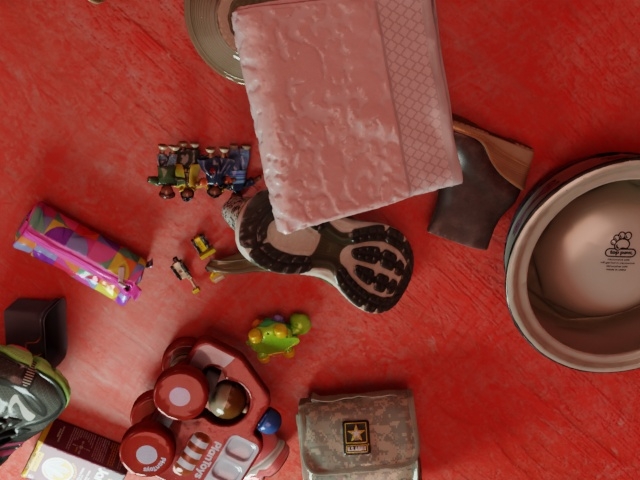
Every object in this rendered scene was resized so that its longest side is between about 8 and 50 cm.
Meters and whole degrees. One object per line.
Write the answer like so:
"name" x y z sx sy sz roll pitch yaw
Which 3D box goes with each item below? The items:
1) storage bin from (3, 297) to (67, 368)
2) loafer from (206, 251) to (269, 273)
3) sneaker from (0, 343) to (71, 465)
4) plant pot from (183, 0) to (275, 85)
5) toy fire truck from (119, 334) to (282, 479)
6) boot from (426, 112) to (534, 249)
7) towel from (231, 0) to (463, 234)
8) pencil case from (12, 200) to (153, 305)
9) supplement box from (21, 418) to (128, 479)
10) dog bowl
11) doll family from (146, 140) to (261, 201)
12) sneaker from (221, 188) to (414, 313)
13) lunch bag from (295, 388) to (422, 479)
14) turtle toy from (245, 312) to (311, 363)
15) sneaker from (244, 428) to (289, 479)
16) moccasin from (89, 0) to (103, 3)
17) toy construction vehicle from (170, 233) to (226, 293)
"storage bin" -0.539 0.175 1.341 0.091 0.098 0.135 8 114 6
"loafer" -0.136 0.035 1.307 0.148 0.056 0.050 -2 90 -20
"sneaker" -0.619 0.363 1.315 0.185 0.202 0.483 34 122 -16
"plant pot" -0.097 -0.349 1.110 0.237 0.110 0.237 -1 114 -2
"toy fire truck" -0.217 0.341 1.357 0.254 0.169 0.302 30 99 -13
"boot" 0.230 -0.102 1.239 0.248 0.090 0.207 20 110 -14
"towel" 0.050 -0.204 1.080 0.317 0.053 0.331 -15 102 -15
"pencil case" -0.420 0.025 1.271 0.236 0.104 0.104 30 110 -13
"supplement box" -0.495 0.455 1.467 0.188 0.081 0.104 26 110 -13
"dog bowl" 0.514 0.026 1.275 0.408 0.150 0.408 0 114 -1
"doll family" -0.197 -0.111 1.232 0.193 0.076 0.111 2 109 -6
"sneaker" 0.000 0.000 1.258 0.410 0.182 0.158 27 92 -37
"lunch bag" 0.082 0.437 1.436 0.235 0.169 0.287 -6 106 4
"turtle toy" -0.080 0.177 1.366 0.130 0.066 0.095 -13 137 1
"sneaker" -0.222 0.460 1.481 0.314 0.116 0.136 -31 98 7
"moccasin" -0.368 -0.424 1.052 0.380 0.139 0.147 -13 118 2
"toy construction vehicle" -0.227 0.042 1.324 0.086 0.035 0.098 -33 114 0
